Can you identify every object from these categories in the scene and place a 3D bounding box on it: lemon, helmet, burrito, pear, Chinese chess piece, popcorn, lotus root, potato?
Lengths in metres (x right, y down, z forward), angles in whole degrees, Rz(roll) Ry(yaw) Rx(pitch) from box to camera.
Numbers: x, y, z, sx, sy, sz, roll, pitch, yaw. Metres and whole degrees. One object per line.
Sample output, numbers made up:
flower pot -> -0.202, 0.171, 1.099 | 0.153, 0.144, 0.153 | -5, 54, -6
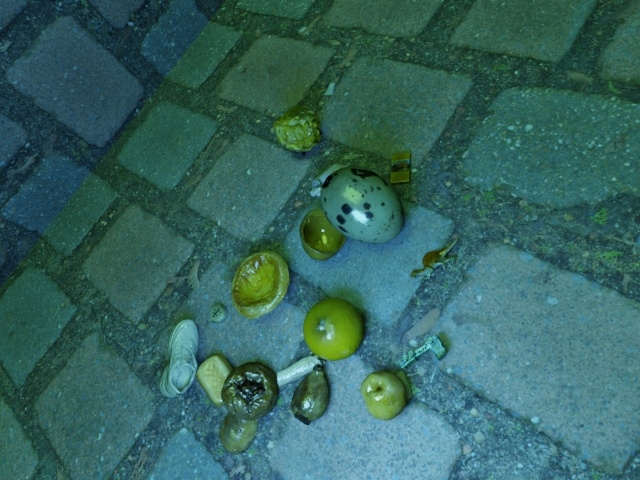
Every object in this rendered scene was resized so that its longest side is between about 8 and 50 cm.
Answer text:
lemon -> 0.042, 0.338, 1.678 | 0.240, 0.219, 0.241 | -9, 67, 21
helmet -> 0.000, 0.000, 1.909 | 0.205, 0.140, 0.257 | 11, 44, -5
burrito -> -0.088, 0.518, 1.735 | 0.226, 0.087, 0.060 | -29, 52, 7
pear -> 0.217, 0.539, 1.529 | 0.178, 0.178, 0.178 | -10, 62, 20
Chinese chess piece -> -0.474, 0.339, 2.028 | 0.084, 0.034, 0.084 | -11, 63, 21
popcorn -> -0.106, -0.553, 2.195 | 0.249, 0.225, 0.249 | -14, 43, 14
lotus root -> -0.031, 0.583, 1.649 | 0.138, 0.138, 0.214 | 15, 72, 30
potato -> -0.331, 0.742, 1.740 | 0.164, 0.081, 0.200 | 13, 74, 28

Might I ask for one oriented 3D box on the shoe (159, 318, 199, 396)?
shoe -> -0.589, 0.513, 1.895 | 0.210, 0.132, 0.342 | -17, 58, 55

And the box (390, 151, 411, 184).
box -> 0.362, -0.325, 1.968 | 0.086, 0.023, 0.155 | -6, 63, 26

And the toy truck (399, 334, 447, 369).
toy truck -> 0.371, 0.420, 1.574 | 0.175, 0.067, 0.081 | -36, 57, 5

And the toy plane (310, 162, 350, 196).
toy plane -> 0.053, -0.279, 2.011 | 0.244, 0.117, 0.245 | -39, 13, 11

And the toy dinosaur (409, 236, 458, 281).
toy dinosaur -> 0.454, 0.078, 1.722 | 0.142, 0.057, 0.212 | 8, 57, 48

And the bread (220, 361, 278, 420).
bread -> -0.272, 0.587, 1.716 | 0.229, 0.123, 0.230 | 7, 52, -10

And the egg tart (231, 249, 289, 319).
egg tart -> -0.255, 0.202, 1.939 | 0.318, 0.128, 0.319 | -12, 60, 22

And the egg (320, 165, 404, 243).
egg -> 0.171, -0.141, 1.806 | 0.287, 0.287, 0.379 | -44, 80, 0

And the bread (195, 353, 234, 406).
bread -> -0.423, 0.591, 1.842 | 0.147, 0.098, 0.217 | -39, 61, -5
